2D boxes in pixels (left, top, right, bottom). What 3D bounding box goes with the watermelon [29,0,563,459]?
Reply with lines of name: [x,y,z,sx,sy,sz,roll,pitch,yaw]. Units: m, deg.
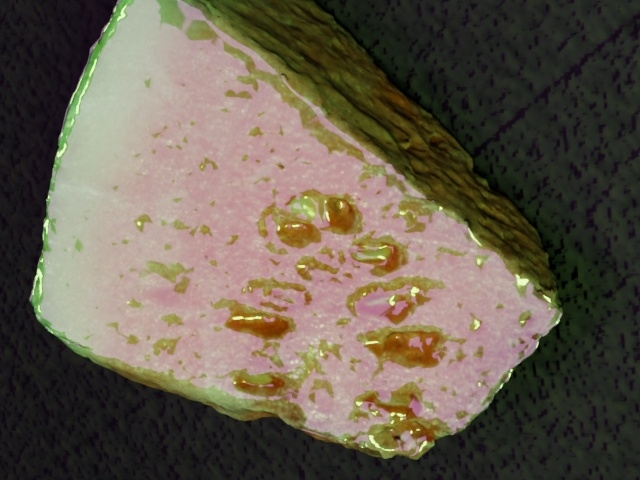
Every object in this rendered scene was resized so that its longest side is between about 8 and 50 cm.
watermelon: [0.000,0.000,0.969,0.256,0.140,0.193,30,114,18]
